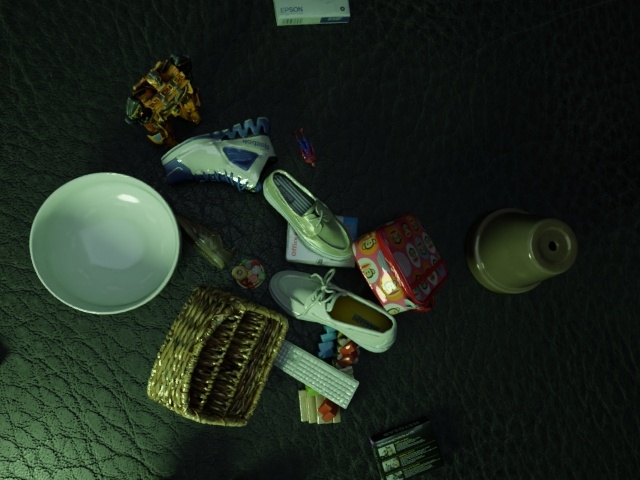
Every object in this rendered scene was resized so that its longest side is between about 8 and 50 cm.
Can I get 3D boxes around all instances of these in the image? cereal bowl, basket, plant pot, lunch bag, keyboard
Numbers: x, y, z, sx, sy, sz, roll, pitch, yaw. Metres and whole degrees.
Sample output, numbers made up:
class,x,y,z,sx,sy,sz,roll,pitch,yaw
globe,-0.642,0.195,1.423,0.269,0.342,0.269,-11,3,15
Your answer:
class,x,y,z,sx,sy,sz,roll,pitch,yaw
cereal bowl,-0.514,0.010,1.102,0.340,0.141,0.338,1,84,-10
basket,-0.240,0.279,1.064,0.223,0.213,0.298,22,81,13
plant pot,0.585,0.027,1.252,0.264,0.229,0.262,1,86,-10
lunch bag,0.225,0.072,1.166,0.120,0.293,0.258,-30,87,33
keyboard,-0.023,0.339,1.148,0.256,0.014,0.072,22,79,30

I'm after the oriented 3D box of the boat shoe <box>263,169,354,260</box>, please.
class,x,y,z,sx,sy,sz,roll,pitch,yaw
boat shoe,-0.030,-0.060,1.135,0.302,0.094,0.109,40,76,-2

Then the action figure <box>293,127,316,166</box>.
class,x,y,z,sx,sy,sz,roll,pitch,yaw
action figure,-0.041,-0.265,1.269,0.038,0.030,0.115,-25,92,-16

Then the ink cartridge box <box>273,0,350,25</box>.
class,x,y,z,sx,sy,sz,roll,pitch,yaw
ink cartridge box,-0.035,-0.754,1.304,0.224,0.045,0.223,-9,86,-10

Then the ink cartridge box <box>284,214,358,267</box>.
class,x,y,z,sx,sy,sz,roll,pitch,yaw
ink cartridge box,0.000,0.000,1.223,0.191,0.082,0.139,6,83,-8

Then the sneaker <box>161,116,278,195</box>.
class,x,y,z,sx,sy,sz,roll,pitch,yaw
sneaker,-0.246,-0.193,1.175,0.316,0.127,0.182,-25,87,-13

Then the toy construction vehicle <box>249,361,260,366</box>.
class,x,y,z,sx,sy,sz,roll,pitch,yaw
toy construction vehicle,-0.205,0.349,1.184,0.099,0.035,0.085,1,76,-10

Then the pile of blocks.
class,x,y,z,sx,sy,sz,roll,pitch,yaw
pile of blocks,0.035,0.324,1.186,0.149,0.113,0.361,21,81,-8

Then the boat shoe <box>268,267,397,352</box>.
class,x,y,z,sx,sy,sz,roll,pitch,yaw
boat shoe,0.025,0.155,1.122,0.367,0.156,0.135,27,61,17

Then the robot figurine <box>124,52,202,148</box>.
class,x,y,z,sx,sy,sz,roll,pitch,yaw
robot figurine,-0.369,-0.331,1.082,0.085,0.291,0.211,40,80,-5

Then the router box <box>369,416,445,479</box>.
class,x,y,z,sx,sy,sz,roll,pitch,yaw
router box,0.242,0.590,1.232,0.179,0.046,0.133,-15,87,-11

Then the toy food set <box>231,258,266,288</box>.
class,x,y,z,sx,sy,sz,roll,pitch,yaw
toy food set,-0.194,0.091,1.212,0.083,0.020,0.083,-38,92,-11

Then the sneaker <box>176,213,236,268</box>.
class,x,y,z,sx,sy,sz,roll,pitch,yaw
sneaker,-0.311,-0.010,1.189,0.188,0.066,0.071,47,62,-8
